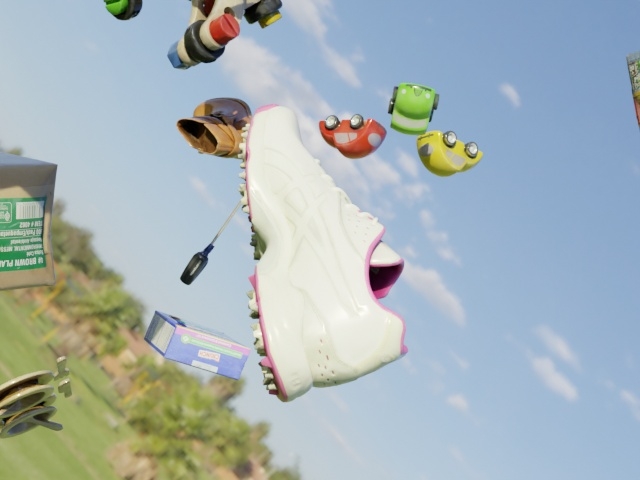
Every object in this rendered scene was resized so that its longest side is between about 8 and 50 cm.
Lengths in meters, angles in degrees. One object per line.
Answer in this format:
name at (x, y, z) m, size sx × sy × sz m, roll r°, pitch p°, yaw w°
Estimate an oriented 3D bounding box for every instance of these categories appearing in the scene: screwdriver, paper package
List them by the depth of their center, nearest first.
paper package at (-0.547, -0.028, 1.478) m, size 0.309 × 0.324 × 0.168 m, roll 13°, pitch -77°, yaw 44°
screwdriver at (-0.146, -0.004, 1.667) m, size 0.025 × 0.170 × 0.024 m, roll 44°, pitch 11°, yaw 17°

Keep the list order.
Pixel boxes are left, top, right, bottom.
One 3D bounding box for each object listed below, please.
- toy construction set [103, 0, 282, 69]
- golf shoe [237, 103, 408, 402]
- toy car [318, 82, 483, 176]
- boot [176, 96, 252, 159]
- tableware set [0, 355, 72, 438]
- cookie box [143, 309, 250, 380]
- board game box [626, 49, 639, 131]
toy construction set at (-0.130, -0.408, 1.577) m, size 0.257 × 0.237 × 0.309 m, roll 47°, pitch -47°, yaw 11°
golf shoe at (0.000, 0.000, 1.045) m, size 0.115 × 0.140 × 0.306 m, roll 77°, pitch 4°, yaw -57°
toy car at (0.114, -0.148, 1.580) m, size 0.239 × 0.053 × 0.225 m, roll 11°, pitch -16°, yaw 1°
boot at (-0.159, -0.169, 1.720) m, size 0.197 × 0.152 × 0.073 m, roll 22°, pitch -72°, yaw 38°
tableware set at (-0.343, 0.198, 1.343) m, size 0.039 × 0.128 × 0.194 m, roll 62°, pitch -18°, yaw 14°
cookie box at (-0.139, 0.117, 1.300) m, size 0.091 × 0.040 × 0.107 m, roll 21°, pitch -1°, yaw -22°
board game box at (0.339, -0.101, 0.934) m, size 0.194 × 0.060 × 0.194 m, roll 136°, pitch -50°, yaw -65°
